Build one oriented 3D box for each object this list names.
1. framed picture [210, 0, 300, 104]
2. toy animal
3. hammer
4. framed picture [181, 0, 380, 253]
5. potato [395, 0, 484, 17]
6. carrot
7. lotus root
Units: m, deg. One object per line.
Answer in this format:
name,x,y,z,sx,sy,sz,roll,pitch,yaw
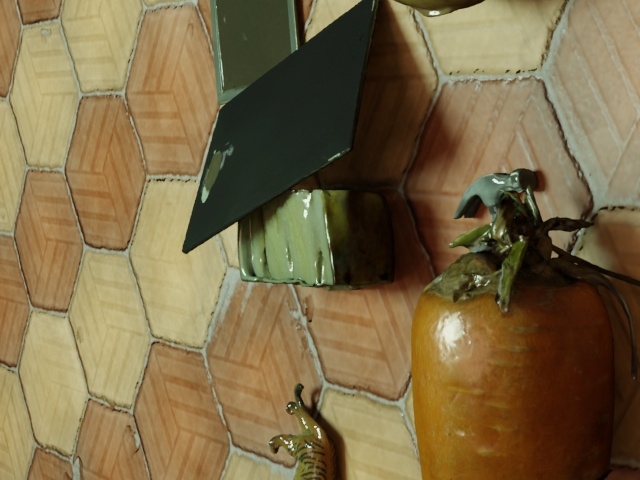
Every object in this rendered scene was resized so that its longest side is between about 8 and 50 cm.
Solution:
framed picture,-0.090,-0.318,1.644,0.197,0.014,0.252,-5,90,52
toy animal,-0.014,0.304,1.577,0.099,0.057,0.241,6,96,45
hammer,0.196,0.052,1.301,0.103,0.029,0.246,-10,86,52
framed picture,-0.050,-0.138,1.489,0.324,0.013,0.244,-30,38,44
potato,0.125,-0.336,1.212,0.288,0.301,0.237,-92,-2,-57
carrot,0.186,0.118,1.175,0.214,0.193,0.331,-1,97,42
lotus root,0.000,0.000,1.460,0.235,0.138,0.119,1,88,54
